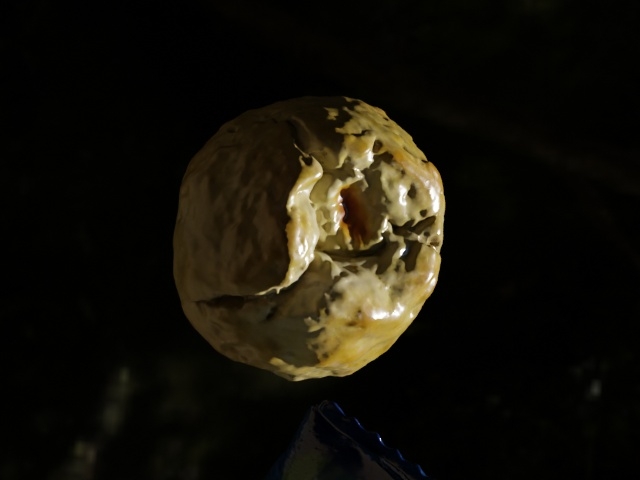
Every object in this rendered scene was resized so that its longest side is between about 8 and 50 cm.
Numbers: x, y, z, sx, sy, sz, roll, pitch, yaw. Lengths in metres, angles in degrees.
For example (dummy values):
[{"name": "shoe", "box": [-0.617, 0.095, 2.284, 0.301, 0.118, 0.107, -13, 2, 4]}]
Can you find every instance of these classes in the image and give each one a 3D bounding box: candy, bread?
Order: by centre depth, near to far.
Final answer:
[{"name": "candy", "box": [0.018, 0.233, 1.540, 0.077, 0.187, 0.331, -54, -177, -35]}, {"name": "bread", "box": [0.000, 0.000, 1.603, 0.134, 0.244, 0.244, 7, -87, 59]}]
